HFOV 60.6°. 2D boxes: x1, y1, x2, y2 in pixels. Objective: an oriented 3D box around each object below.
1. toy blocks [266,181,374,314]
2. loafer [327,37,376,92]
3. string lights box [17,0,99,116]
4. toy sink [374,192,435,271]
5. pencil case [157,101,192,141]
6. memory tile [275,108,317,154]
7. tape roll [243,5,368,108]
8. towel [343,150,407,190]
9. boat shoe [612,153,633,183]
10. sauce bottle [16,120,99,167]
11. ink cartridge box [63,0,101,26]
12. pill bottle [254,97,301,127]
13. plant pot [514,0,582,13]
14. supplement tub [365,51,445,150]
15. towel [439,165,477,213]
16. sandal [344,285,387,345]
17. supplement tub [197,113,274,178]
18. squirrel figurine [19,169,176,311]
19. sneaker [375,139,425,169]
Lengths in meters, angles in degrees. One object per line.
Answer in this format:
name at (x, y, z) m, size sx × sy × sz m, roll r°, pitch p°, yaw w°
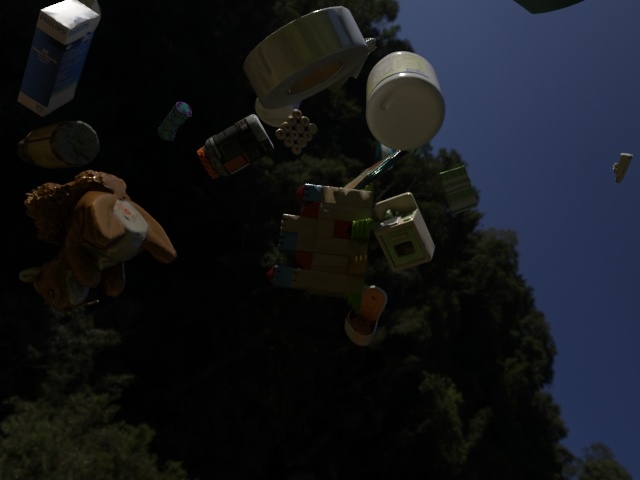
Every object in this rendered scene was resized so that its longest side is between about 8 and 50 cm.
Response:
toy blocks at (0.000, 0.000, 1.511) m, size 0.191 × 0.260 × 0.382 m, roll 87°, pitch 10°, yaw -74°
loafer at (0.103, -0.615, 1.931) m, size 0.087 × 0.251 × 0.094 m, roll 50°, pitch -2°, yaw -28°
string lights box at (-0.639, -0.443, 1.338) m, size 0.076 × 0.133 × 0.260 m, roll 33°, pitch -55°, yaw -9°
toy sink at (0.290, -0.029, 1.963) m, size 0.152 × 0.131 × 0.234 m, roll -18°, pitch -73°, yaw 26°
pencil case at (-0.535, -0.435, 2.016) m, size 0.151 × 0.070 × 0.065 m, roll -40°, pitch -147°, yaw 32°
memory tile at (-0.081, -0.375, 1.890) m, size 0.113 × 0.148 × 0.012 m, roll 43°, pitch -30°, yaw -17°
tape roll at (-0.034, -0.419, 1.282) m, size 0.100 × 0.286 × 0.286 m, roll 62°, pitch -22°, yaw -2°
towel at (0.113, -0.187, 1.895) m, size 0.040 × 0.370 × 0.271 m, roll 54°, pitch -31°, yaw -7°
boat shoe at (0.807, -0.195, 1.476) m, size 0.035 × 0.035 × 0.100 m, roll 21°, pitch -30°, yaw 23°
sauce bottle at (-0.679, -0.238, 1.388) m, size 0.344 × 0.111 × 0.112 m, roll 7°, pitch -58°, yaw 45°
ink cartridge box at (-0.642, -0.685, 1.526) m, size 0.179 × 0.045 × 0.145 m, roll -43°, pitch -114°, yaw 27°
pill bottle at (-0.144, -0.621, 2.234) m, size 0.169 × 0.302 × 0.169 m, roll 14°, pitch -32°, yaw 9°
plant pot at (0.534, -0.626, 1.215) m, size 0.165 × 0.166 × 0.234 m, roll 24°, pitch -16°, yaw -22°
supplement tub at (0.259, -0.450, 1.721) m, size 0.325 × 0.235 × 0.236 m, roll -82°, pitch 164°, yaw -56°
towel at (0.478, -0.174, 1.902) m, size 0.023 × 0.113 × 0.152 m, roll -21°, pitch -93°, yaw 67°
sandal at (0.121, 0.239, 1.638) m, size 0.101 × 0.076 × 0.265 m, roll 28°, pitch -45°, yaw 13°
supplement tub at (-0.235, -0.254, 1.511) m, size 0.117 × 0.190 × 0.117 m, roll 61°, pitch 0°, yaw -1°
squirrel figurine at (-0.705, 0.004, 1.624) m, size 0.397 × 0.370 × 0.281 m, roll 57°, pitch 17°, yaw 19°
sneaker at (0.330, -0.376, 2.217) m, size 0.319 × 0.208 × 0.127 m, roll -82°, pitch 180°, yaw -50°
